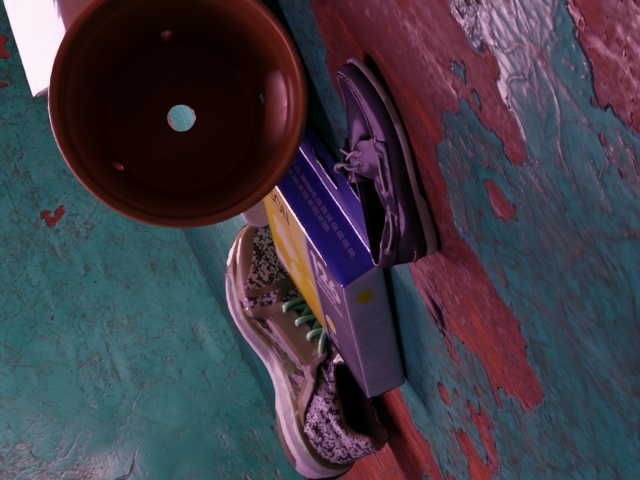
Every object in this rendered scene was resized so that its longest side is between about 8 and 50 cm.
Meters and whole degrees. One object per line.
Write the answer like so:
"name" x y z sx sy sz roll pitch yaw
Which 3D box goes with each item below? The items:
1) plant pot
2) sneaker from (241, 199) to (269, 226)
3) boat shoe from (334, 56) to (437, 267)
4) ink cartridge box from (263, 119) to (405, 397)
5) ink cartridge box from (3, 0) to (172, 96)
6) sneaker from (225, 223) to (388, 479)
"plant pot" -0.167 -0.155 1.464 0.203 0.291 0.290 164 83 -84
"sneaker" -0.109 -0.136 1.787 0.121 0.079 0.216 -129 26 -65
"boat shoe" 0.049 -0.069 1.158 0.075 0.065 0.206 -149 37 -73
"ink cartridge box" 0.000 0.000 1.549 0.307 0.072 0.303 74 168 -46
"ink cartridge box" -0.308 -0.357 1.647 0.197 0.198 0.270 -11 96 58
"sneaker" 0.002 0.149 1.806 0.182 0.158 0.410 -22 90 48
